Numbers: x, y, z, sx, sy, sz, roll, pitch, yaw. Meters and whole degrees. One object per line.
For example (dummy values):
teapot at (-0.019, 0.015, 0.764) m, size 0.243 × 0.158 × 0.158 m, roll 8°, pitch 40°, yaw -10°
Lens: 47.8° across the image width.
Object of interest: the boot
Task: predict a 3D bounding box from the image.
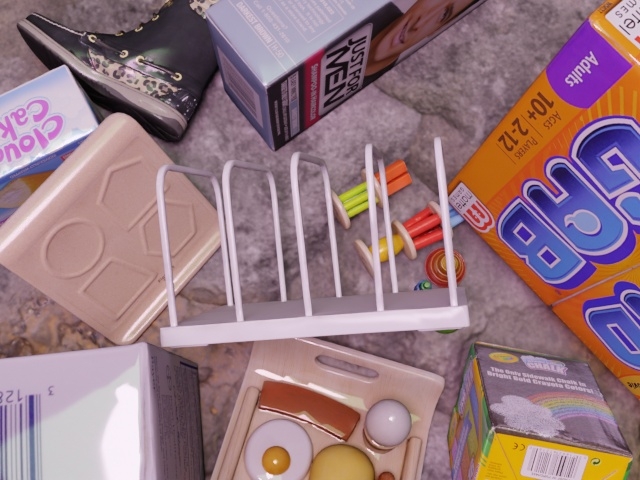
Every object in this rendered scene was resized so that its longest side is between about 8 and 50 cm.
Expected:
boot at (-0.224, -0.246, 0.880) m, size 0.236 × 0.085 × 0.179 m, roll 32°, pitch 74°, yaw 4°

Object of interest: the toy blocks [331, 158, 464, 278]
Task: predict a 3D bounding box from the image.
toy blocks at (0.099, -0.041, 0.852) m, size 0.148 × 0.054 × 0.123 m, roll -28°, pitch 80°, yaw -7°

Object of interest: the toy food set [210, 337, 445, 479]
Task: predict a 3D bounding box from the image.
toy food set at (-0.004, 0.251, 0.726) m, size 0.219 × 0.092 × 0.306 m, roll 16°, pitch 56°, yaw 2°

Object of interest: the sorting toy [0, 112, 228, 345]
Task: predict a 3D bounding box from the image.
sorting toy at (-0.219, -0.007, 0.785) m, size 0.193 × 0.208 × 0.038 m, roll -49°, pitch 45°, yaw -11°

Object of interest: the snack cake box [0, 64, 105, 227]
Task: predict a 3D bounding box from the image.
snack cake box at (-0.359, -0.070, 0.796) m, size 0.264 × 0.152 × 0.089 m, roll -29°, pitch 77°, yaw -7°

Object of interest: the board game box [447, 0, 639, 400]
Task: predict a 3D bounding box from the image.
board game box at (0.405, -0.085, 0.694) m, size 0.356 × 0.356 × 0.356 m, roll -40°, pitch 82°, yaw -17°

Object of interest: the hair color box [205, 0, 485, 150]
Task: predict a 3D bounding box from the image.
hair color box at (0.059, -0.280, 0.838) m, size 0.374 × 0.185 × 0.114 m, roll -37°, pitch 80°, yaw -9°

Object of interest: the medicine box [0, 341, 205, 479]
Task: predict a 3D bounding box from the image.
medicine box at (-0.258, 0.191, 0.668) m, size 0.263 × 0.289 × 0.149 m, roll -6°, pitch 76°, yaw -3°

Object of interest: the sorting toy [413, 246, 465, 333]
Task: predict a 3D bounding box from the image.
sorting toy at (0.142, 0.056, 0.837) m, size 0.061 × 0.042 × 0.102 m, roll 0°, pitch 77°, yaw -2°

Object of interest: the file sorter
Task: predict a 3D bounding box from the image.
file sorter at (0.000, 0.000, 0.723) m, size 0.277 × 0.193 × 0.173 m, roll -5°, pitch 91°, yaw 10°

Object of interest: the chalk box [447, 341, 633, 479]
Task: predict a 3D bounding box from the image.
chalk box at (0.210, 0.197, 0.743) m, size 0.132 × 0.213 × 0.132 m, roll 10°, pitch 110°, yaw 3°
